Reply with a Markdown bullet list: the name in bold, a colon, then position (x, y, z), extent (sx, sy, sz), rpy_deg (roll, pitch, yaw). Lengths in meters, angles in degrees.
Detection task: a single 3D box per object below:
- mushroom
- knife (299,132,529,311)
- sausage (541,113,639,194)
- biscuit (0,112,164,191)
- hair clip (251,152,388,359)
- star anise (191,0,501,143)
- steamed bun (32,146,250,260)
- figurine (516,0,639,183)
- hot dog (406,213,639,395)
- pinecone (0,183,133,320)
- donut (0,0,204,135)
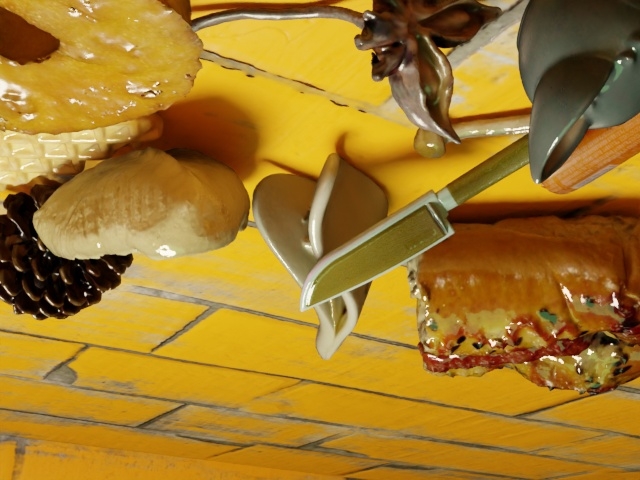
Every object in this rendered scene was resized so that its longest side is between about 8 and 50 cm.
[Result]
- **mushroom**: position (0.227, -0.132, 0.926), extent (0.306, 0.043, 0.068), rpy_deg (-16, 172, 33)
- **knife**: position (0.117, -0.021, 1.007), extent (0.343, 0.027, 0.061), rpy_deg (-31, 125, 9)
- **sausage**: position (0.313, -0.121, 0.916), extent (0.053, 0.053, 0.348), rpy_deg (11, 156, -20)
- **biscuit**: position (-0.335, -0.116, 0.995), extent (0.309, 0.040, 0.204), rpy_deg (-11, 154, 27)
- **hair clip**: position (0.019, 0.004, 1.125), extent (0.113, 0.172, 0.282), rpy_deg (1, 146, 28)
- **star anise**: position (0.003, -0.157, 0.814), extent (0.218, 0.148, 0.227), rpy_deg (-22, -155, -37)
- **steamed bun**: position (-0.158, -0.045, 1.004), extent (0.231, 0.110, 0.212), rpy_deg (-15, -167, -31)
- **figurine**: position (0.223, -0.166, 0.674), extent (0.140, 0.193, 0.265), rpy_deg (4, 145, -1)
- **hot dog**: position (0.302, 0.091, 1.263), extent (0.366, 0.196, 0.367), rpy_deg (-6, 159, 8)
- **pinecone**: position (-0.295, 0.008, 1.137), extent (0.165, 0.163, 0.163), rpy_deg (-14, 153, 29)
- **donut**: position (-0.223, -0.185, 0.730), extent (0.278, 0.108, 0.277), rpy_deg (2, 158, 1)
